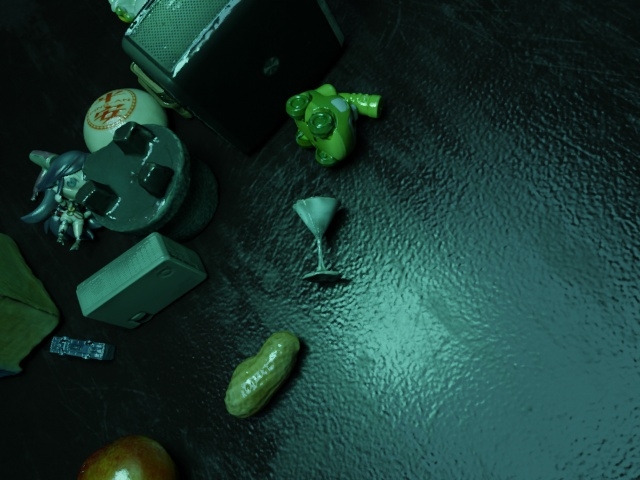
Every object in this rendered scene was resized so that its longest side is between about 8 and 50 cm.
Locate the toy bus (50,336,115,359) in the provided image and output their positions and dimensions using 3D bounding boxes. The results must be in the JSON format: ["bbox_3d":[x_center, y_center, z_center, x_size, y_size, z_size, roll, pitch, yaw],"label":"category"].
[{"bbox_3d":[-0.615,0.280,1.518,0.166,0.065,0.047,4,77,20],"label":"toy bus"}]

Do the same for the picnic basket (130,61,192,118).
[{"bbox_3d":[-0.359,-0.479,1.581,0.165,0.139,0.266,41,88,25],"label":"picnic basket"}]

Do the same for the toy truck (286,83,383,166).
[{"bbox_3d":[0.026,-0.297,1.400,0.187,0.148,0.210,27,66,29],"label":"toy truck"}]

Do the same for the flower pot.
[{"bbox_3d":[-0.438,-0.139,1.448,0.299,0.283,0.299,-5,75,19],"label":"flower pot"}]

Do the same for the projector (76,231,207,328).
[{"bbox_3d":[-0.433,0.100,1.431,0.257,0.192,0.099,-34,62,9],"label":"projector"}]

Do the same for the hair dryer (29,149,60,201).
[{"bbox_3d":[-0.836,-0.191,1.746,0.106,0.054,0.154,14,85,28],"label":"hair dryer"}]

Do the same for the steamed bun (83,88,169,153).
[{"bbox_3d":[-0.531,-0.320,1.576,0.232,0.145,0.231,-5,55,7],"label":"steamed bun"}]

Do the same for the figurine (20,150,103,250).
[{"bbox_3d":[-0.677,-0.112,1.597,0.197,0.175,0.265,16,74,29],"label":"figurine"}]

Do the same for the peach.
[{"bbox_3d":[-0.424,0.550,1.294,0.231,0.231,0.230,-6,73,19],"label":"peach"}]

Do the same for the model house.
[{"bbox_3d":[-0.970,0.167,1.549,0.342,0.334,0.382,-46,55,2],"label":"model house"}]

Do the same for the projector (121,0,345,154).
[{"bbox_3d":[-0.193,-0.465,1.381,0.242,0.395,0.405,42,93,23],"label":"projector"}]

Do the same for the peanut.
[{"bbox_3d":[-0.131,0.297,1.311,0.108,0.095,0.226,41,91,28],"label":"peanut"}]

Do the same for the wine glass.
[{"bbox_3d":[0.000,0.000,1.337,0.122,0.122,0.182,-11,75,18],"label":"wine glass"}]

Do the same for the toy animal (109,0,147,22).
[{"bbox_3d":[-0.451,-0.690,1.660,0.310,0.183,0.247,39,92,25],"label":"toy animal"}]
